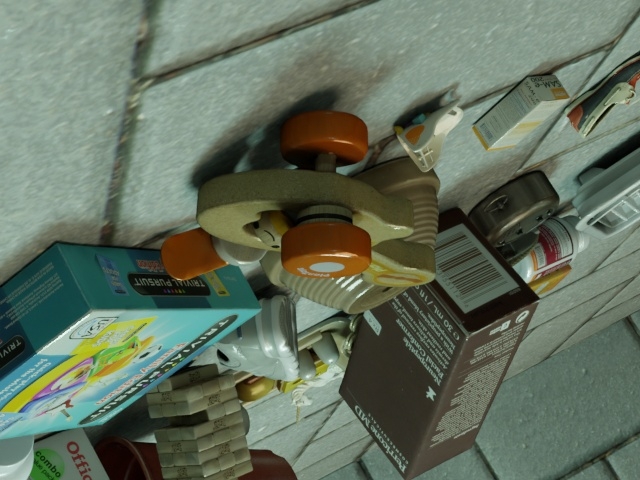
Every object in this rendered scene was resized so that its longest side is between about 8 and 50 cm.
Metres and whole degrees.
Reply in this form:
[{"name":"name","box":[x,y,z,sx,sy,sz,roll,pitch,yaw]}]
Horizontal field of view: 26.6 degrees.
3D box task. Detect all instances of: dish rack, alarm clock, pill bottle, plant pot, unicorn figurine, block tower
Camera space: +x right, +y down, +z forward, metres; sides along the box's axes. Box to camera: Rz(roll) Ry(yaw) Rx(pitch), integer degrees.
[{"name":"dish rack","box":[0.533,-0.111,2.178,0.285,0.072,0.333,-35,164,14]},{"name":"alarm clock","box":[0.273,-0.042,1.937,0.129,0.064,0.192,-35,161,18]},{"name":"pill bottle","box":[-0.390,0.259,1.560,0.103,0.103,0.184,-19,161,-37]},{"name":"plant pot","box":[-0.182,0.417,1.995,0.265,0.272,0.272,2,148,-34]},{"name":"pill bottle","box":[0.365,0.011,2.221,0.152,0.086,0.086,-21,162,-32]},{"name":"unicorn figurine","box":[0.009,0.230,2.322,0.111,0.060,0.162,-14,142,-45]},{"name":"block tower","box":[-0.146,0.339,1.818,0.091,0.336,0.097,-12,-179,45]},{"name":"plant pot","box":[0.054,0.012,1.602,0.237,0.110,0.237,-27,164,-9]}]

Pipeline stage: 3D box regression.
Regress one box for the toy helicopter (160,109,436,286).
[{"name":"toy helicopter","box":[0.000,0.000,1.379,0.235,0.140,0.355,-12,160,29]}]

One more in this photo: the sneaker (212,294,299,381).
[{"name":"sneaker","box":[-0.089,0.122,1.764,0.115,0.105,0.281,-4,164,2]}]

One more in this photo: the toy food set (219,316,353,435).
[{"name":"toy food set","box":[-0.070,0.241,2.121,0.306,0.092,0.220,-26,164,-14]}]

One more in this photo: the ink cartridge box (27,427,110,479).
[{"name":"ink cartridge box","box":[-0.415,0.409,1.808,0.270,0.198,0.197,-21,162,-33]}]

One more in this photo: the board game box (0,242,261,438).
[{"name":"board game box","box":[-0.246,0.109,1.405,0.253,0.079,0.336,-36,164,19]}]

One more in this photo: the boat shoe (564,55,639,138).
[{"name":"boat shoe","box":[0.370,-0.184,1.698,0.137,0.043,0.049,-38,161,22]}]

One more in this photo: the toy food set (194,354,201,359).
[{"name":"toy food set","box":[-0.179,0.143,1.747,0.078,0.019,0.122,-30,165,-1]}]

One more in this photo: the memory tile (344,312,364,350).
[{"name":"memory tile","box":[0.092,0.097,2.013,0.113,0.012,0.148,-19,137,-35]}]

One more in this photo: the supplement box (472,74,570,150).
[{"name":"supplement box","box":[0.231,-0.147,1.564,0.062,0.036,0.098,-12,156,-49]}]

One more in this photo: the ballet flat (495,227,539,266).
[{"name":"ballet flat","box":[0.234,0.045,2.110,0.250,0.084,0.058,-34,164,-11]}]

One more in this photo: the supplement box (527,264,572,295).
[{"name":"supplement box","box":[0.323,0.072,2.352,0.233,0.078,0.080,-21,162,-34]}]

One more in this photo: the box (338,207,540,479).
[{"name":"box","box":[0.158,0.155,1.942,0.143,0.191,0.381,-24,148,-27]}]

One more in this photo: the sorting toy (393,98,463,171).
[{"name":"sorting toy","box":[0.122,-0.120,1.445,0.075,0.045,0.083,-38,164,1]}]
